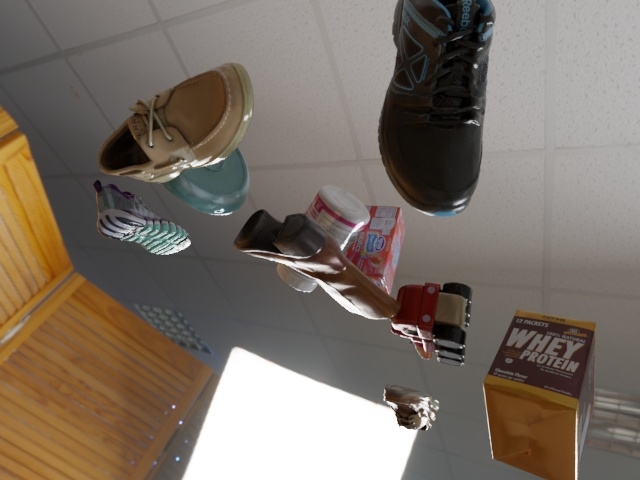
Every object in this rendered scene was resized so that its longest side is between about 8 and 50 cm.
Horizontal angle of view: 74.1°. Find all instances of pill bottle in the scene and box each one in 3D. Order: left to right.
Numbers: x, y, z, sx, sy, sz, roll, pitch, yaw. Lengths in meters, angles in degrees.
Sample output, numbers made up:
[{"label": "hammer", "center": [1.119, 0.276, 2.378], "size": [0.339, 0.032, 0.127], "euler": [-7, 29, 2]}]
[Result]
[{"label": "pill bottle", "center": [0.000, 0.000, 1.199], "size": [0.160, 0.160, 0.283], "euler": [32, -66, -3]}]

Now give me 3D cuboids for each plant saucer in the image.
[{"label": "plant saucer", "center": [-0.302, -0.214, 1.098], "size": [0.044, 0.317, 0.317], "euler": [-32, -68, 34]}]

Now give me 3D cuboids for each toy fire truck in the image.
[{"label": "toy fire truck", "center": [0.190, 0.147, 0.909], "size": [0.247, 0.158, 0.217], "euler": [7, -26, 21]}]

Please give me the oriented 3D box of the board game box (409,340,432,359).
[{"label": "board game box", "center": [0.346, 0.330, 1.476], "size": [0.033, 0.133, 0.168], "euler": [-1, -77, -14]}]

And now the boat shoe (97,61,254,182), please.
[{"label": "boat shoe", "center": [-0.234, -0.164, 0.654], "size": [0.341, 0.110, 0.121], "euler": [-20, -96, 41]}]

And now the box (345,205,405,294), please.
[{"label": "box", "center": [0.166, 0.028, 1.283], "size": [0.128, 0.256, 0.122], "euler": [4, -35, 23]}]

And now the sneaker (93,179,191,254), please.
[{"label": "sneaker", "center": [-0.321, -0.042, 0.787], "size": [0.083, 0.098, 0.223], "euler": [-25, -18, 6]}]

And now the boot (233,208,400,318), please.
[{"label": "boot", "center": [-0.012, 0.051, 0.840], "size": [0.264, 0.096, 0.280], "euler": [-6, -39, 47]}]

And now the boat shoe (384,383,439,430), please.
[{"label": "boat shoe", "center": [0.285, 0.527, 1.311], "size": [0.123, 0.116, 0.324], "euler": [1, -26, 38]}]

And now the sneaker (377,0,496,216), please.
[{"label": "sneaker", "center": [0.140, -0.201, 0.510], "size": [0.125, 0.340, 0.139], "euler": [0, -9, -4]}]

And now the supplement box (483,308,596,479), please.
[{"label": "supplement box", "center": [0.382, 0.260, 0.726], "size": [0.129, 0.194, 0.191], "euler": [6, -57, 39]}]
